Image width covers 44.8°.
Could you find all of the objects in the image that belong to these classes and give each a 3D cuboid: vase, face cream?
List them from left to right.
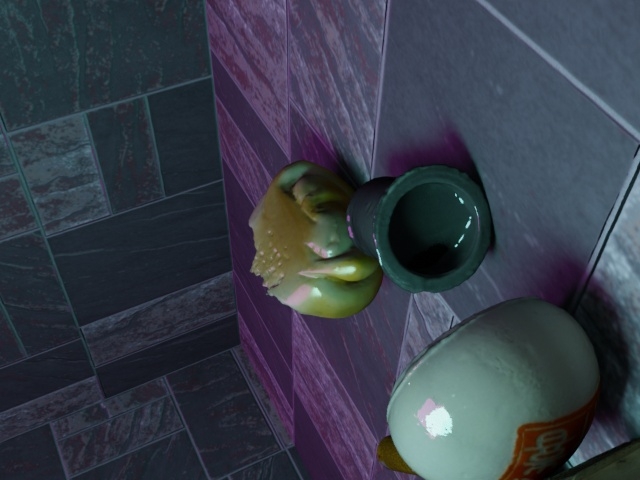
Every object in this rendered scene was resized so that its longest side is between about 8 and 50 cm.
[{"bbox_3d":[0.170,-0.041,1.557,0.291,0.245,0.245,-152,44,-72],"label":"vase"},{"bbox_3d":[0.258,0.593,2.143,0.105,0.105,0.349,67,162,6],"label":"face cream"}]

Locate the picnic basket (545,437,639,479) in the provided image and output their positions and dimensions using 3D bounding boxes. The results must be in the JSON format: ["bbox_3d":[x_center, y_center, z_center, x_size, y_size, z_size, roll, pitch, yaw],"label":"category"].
[{"bbox_3d":[0.491,0.467,1.153,0.312,0.228,0.175,63,159,20],"label":"picnic basket"}]

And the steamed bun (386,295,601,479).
[{"bbox_3d":[0.300,0.277,1.274,0.241,0.375,0.374,55,157,33],"label":"steamed bun"}]

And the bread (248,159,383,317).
[{"bbox_3d":[-0.018,-0.007,1.931,0.245,0.329,0.424,91,158,-48],"label":"bread"}]

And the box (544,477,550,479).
[{"bbox_3d":[0.463,0.620,1.643,0.168,0.071,0.259,58,156,30],"label":"box"}]
